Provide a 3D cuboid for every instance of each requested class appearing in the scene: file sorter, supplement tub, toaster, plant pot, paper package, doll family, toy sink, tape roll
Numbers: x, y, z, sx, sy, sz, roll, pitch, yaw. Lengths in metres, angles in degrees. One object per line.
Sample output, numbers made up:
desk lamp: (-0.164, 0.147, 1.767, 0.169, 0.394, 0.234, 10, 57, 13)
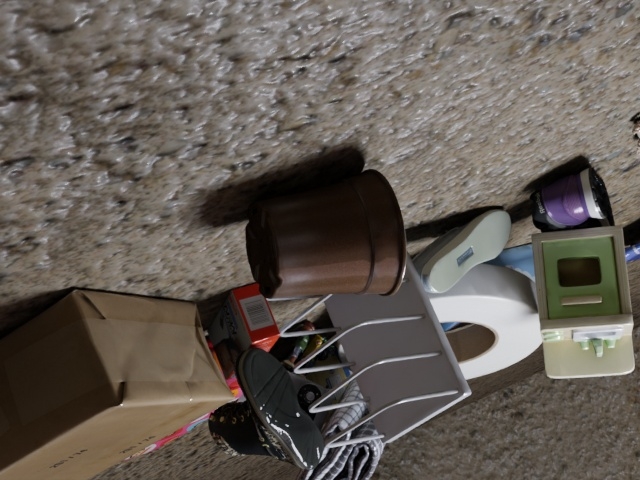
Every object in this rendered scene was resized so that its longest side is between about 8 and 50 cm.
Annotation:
file sorter: (0.061, 0.161, 1.731, 0.173, 0.277, 0.193, -2, 152, -45)
supplement tub: (-0.022, 0.297, 2.209, 0.200, 0.144, 0.144, -21, 161, -12)
toaster: (-0.090, 0.296, 2.011, 0.168, 0.110, 0.186, 27, 156, -13)
plant pot: (0.000, 0.000, 1.418, 0.165, 0.166, 0.167, -8, 157, -20)
paper package: (-0.342, 0.221, 1.567, 0.325, 0.168, 0.309, -32, 162, 20)
doll family: (-0.027, 0.209, 2.058, 0.111, 0.076, 0.193, -61, -177, -23)
toy sink: (0.442, 0.106, 1.877, 0.153, 0.234, 0.131, -5, 165, 12)
tape roll: (0.218, 0.162, 2.054, 0.392, 0.072, 0.392, -5, 150, -3)

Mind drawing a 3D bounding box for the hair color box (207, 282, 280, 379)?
hair color box: (-0.122, 0.144, 1.746, 0.053, 0.093, 0.167, -14, 159, -24)

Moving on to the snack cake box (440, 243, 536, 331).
snack cake box: (0.357, 0.084, 2.184, 0.264, 0.089, 0.152, -12, 159, -32)

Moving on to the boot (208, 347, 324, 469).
boot: (-0.115, 0.263, 1.738, 0.179, 0.236, 0.085, -3, -141, 39)

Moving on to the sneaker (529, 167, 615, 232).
sneaker: (0.429, -0.054, 1.919, 0.124, 0.107, 0.283, -14, 162, 19)

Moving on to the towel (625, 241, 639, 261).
towel: (0.792, -0.051, 2.390, 0.336, 0.040, 0.243, -34, 168, 22)

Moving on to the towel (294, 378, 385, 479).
towel: (0.052, 0.381, 2.033, 0.283, 0.121, 0.235, -63, 174, 34)

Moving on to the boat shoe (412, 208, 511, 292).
boat shoe: (0.222, 0.010, 1.832, 0.081, 0.079, 0.227, 11, -144, 45)

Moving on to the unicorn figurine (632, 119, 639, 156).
unicorn figurine: (0.538, -0.171, 1.770, 0.111, 0.060, 0.162, -33, 144, 27)

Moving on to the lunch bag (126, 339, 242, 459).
lunch bag: (-0.263, 0.273, 1.883, 0.293, 0.120, 0.258, -35, 160, 27)
